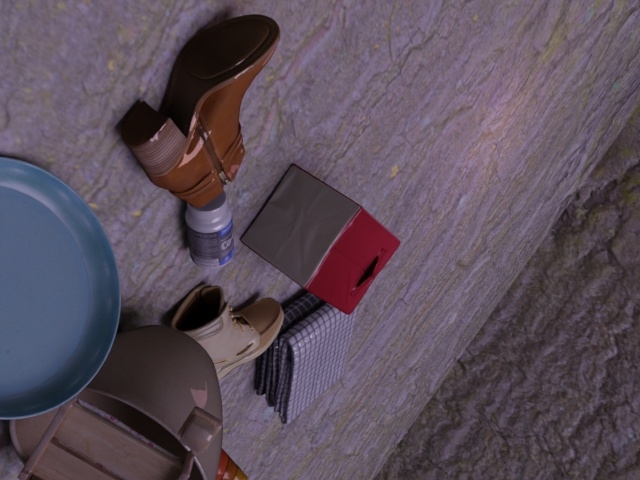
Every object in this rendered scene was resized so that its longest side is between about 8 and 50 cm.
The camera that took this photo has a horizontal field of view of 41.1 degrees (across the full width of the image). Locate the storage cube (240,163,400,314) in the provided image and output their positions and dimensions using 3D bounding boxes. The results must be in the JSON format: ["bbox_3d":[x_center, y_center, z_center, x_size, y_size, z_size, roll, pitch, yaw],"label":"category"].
[{"bbox_3d":[0.000,0.000,1.621,0.184,0.215,0.193,-55,147,0],"label":"storage cube"}]

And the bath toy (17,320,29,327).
[{"bbox_3d":[-0.436,0.109,1.102,0.348,0.151,0.129,-33,123,-46],"label":"bath toy"}]

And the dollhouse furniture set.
[{"bbox_3d":[-0.350,0.288,1.226,0.356,0.303,0.174,-55,-172,15],"label":"dollhouse furniture set"}]

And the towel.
[{"bbox_3d":[-0.035,0.245,1.948,0.235,0.121,0.284,-35,146,-39],"label":"towel"}]

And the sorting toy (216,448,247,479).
[{"bbox_3d":[-0.278,0.613,1.896,0.366,0.126,0.127,-60,-164,8],"label":"sorting toy"}]

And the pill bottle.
[{"bbox_3d":[-0.185,-0.023,1.423,0.078,0.078,0.137,-39,150,-30],"label":"pill bottle"}]

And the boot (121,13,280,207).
[{"bbox_3d":[-0.143,-0.181,1.271,0.283,0.109,0.220,-50,152,-7],"label":"boot"}]

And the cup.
[{"bbox_3d":[-0.289,0.275,1.380,0.237,0.331,0.331,-63,168,-50],"label":"cup"}]

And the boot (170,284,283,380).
[{"bbox_3d":[-0.174,0.151,1.631,0.262,0.095,0.203,-35,146,-29],"label":"boot"}]

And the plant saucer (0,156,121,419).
[{"bbox_3d":[-0.384,0.057,1.039,0.317,0.043,0.318,17,67,-47],"label":"plant saucer"}]
